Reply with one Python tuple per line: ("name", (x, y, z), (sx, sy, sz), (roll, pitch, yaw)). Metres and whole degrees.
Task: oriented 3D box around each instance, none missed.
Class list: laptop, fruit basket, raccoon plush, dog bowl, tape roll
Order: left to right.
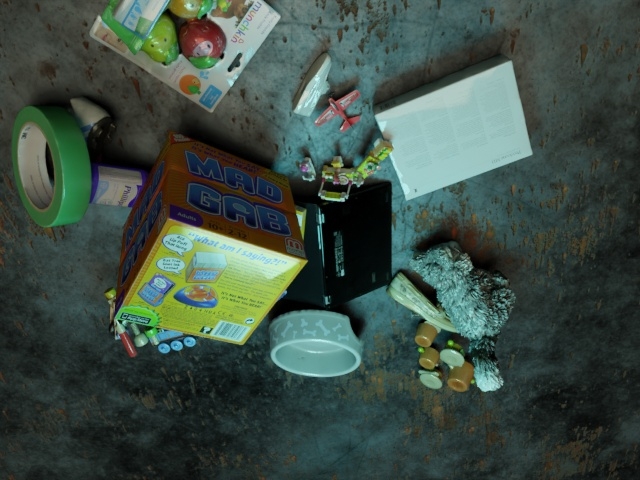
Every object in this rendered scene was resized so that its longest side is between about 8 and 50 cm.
("tape roll", (-0.728, -0.198, 1.437), (0.321, 0.077, 0.321), (10, 106, 39))
("fruit basket", (-0.332, -0.528, 1.315), (0.353, 0.165, 0.327), (34, 115, -23))
("dog bowl", (-0.014, 0.362, 1.824), (0.349, 0.102, 0.348), (2, 144, 2))
("laptop", (0.000, 0.000, 1.727), (0.408, 0.236, 0.382), (-20, 125, -23))
("raccoon plush", (0.441, 0.204, 1.641), (0.299, 0.446, 0.216), (24, 132, -30))

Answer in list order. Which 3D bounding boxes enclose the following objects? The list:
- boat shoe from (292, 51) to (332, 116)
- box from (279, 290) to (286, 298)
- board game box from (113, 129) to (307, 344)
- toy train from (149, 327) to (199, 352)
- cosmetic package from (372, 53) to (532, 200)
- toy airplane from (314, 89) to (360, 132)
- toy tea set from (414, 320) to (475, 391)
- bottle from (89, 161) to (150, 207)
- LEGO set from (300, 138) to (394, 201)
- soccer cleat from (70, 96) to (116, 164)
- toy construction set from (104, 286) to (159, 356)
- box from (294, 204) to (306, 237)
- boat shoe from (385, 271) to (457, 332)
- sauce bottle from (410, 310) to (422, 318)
("boat shoe", (-0.010, -0.417, 1.449), (0.063, 0.066, 0.184), (17, 118, -28))
("box", (-0.232, 0.132, 1.753), (0.136, 0.036, 0.225), (-41, 97, 21))
("board game box", (-0.299, 0.002, 1.420), (0.357, 0.356, 0.356), (19, 126, -29))
("toy train", (-0.512, 0.328, 1.881), (0.184, 0.080, 0.105), (-15, 115, 8))
("cosmetic package", (0.370, -0.309, 1.501), (0.377, 0.097, 0.284), (-20, 118, 11))
("toy airplane", (0.060, -0.356, 1.491), (0.151, 0.028, 0.151), (-8, 131, -9))
("toy tea set", (0.453, 0.413, 1.952), (0.200, 0.124, 0.336), (6, 132, 30))
("bottle", (-0.537, -0.150, 1.525), (0.283, 0.092, 0.118), (5, 140, -37))
("LEGO set", (0.082, -0.186, 1.516), (0.287, 0.107, 0.132), (-8, 138, 29))
("soccer cleat", (-0.691, -0.256, 1.516), (0.143, 0.116, 0.331), (41, 119, 4))
("toy construction set", (-0.588, 0.178, 1.673), (0.257, 0.309, 0.237), (-17, 116, -1))
("box", (-0.087, -0.046, 1.586), (0.081, 0.028, 0.136), (22, 131, 18))
("boat shoe", (0.359, 0.213, 1.798), (0.285, 0.104, 0.089), (31, 95, -7))
("sauce bottle", (0.382, 0.259, 1.879), (0.128, 0.042, 0.042), (-2, 121, 2))
